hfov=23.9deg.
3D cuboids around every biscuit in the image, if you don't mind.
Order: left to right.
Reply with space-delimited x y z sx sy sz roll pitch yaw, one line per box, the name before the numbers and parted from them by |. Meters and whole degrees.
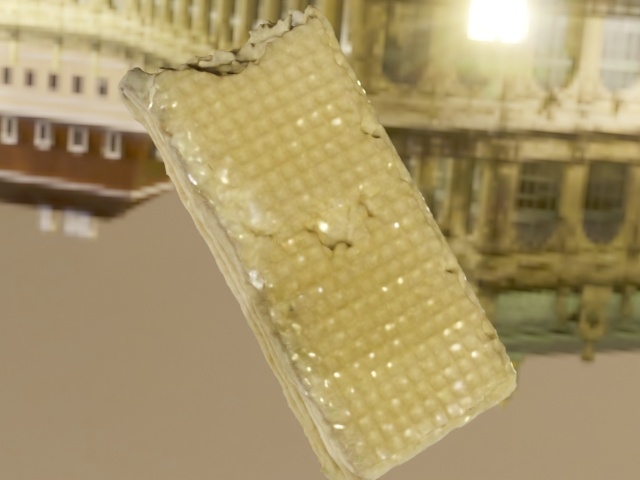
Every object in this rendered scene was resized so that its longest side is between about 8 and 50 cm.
biscuit | 0.000 0.000 0.765 0.108 0.239 0.062 -28 180 -19
